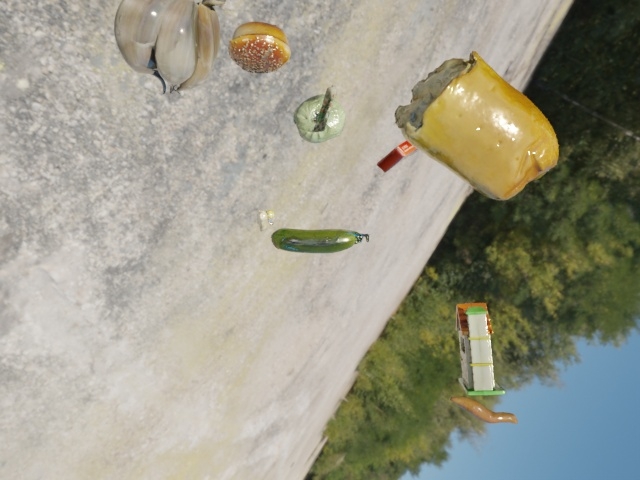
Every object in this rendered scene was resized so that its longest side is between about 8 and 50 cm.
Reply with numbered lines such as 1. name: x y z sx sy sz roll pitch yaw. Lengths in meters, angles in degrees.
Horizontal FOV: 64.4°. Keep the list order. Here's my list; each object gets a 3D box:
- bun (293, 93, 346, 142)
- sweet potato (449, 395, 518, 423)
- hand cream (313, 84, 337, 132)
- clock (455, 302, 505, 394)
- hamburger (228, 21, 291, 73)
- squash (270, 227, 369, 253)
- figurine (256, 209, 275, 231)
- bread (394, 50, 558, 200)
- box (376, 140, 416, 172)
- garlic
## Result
1. bun: -0.003 -0.512 2.105 0.221 0.221 0.108 -54 163 -13
2. sweet potato: 0.394 0.412 1.218 0.044 0.179 0.044 -159 -90 -89
3. hand cream: 0.018 -0.423 1.633 0.037 0.057 0.165 27 77 -39
4. clock: 0.476 0.319 1.544 0.220 0.106 0.256 26 60 -80
5. hamburger: -0.211 -0.673 1.785 0.237 0.236 0.148 -2 97 -73
6. squash: 0.000 0.000 1.700 0.087 0.331 0.087 179 -90 -88
7. figurine: -0.161 -0.065 1.503 0.050 0.047 0.083 -22 161 -19
8. bread: 0.412 -0.294 1.300 0.250 0.394 0.361 -53 -172 23
9. box: 0.310 -0.329 1.861 0.229 0.050 0.123 -35 177 -40
10. garlic: -0.355 -0.487 1.223 0.292 0.210 0.237 -64 175 18
